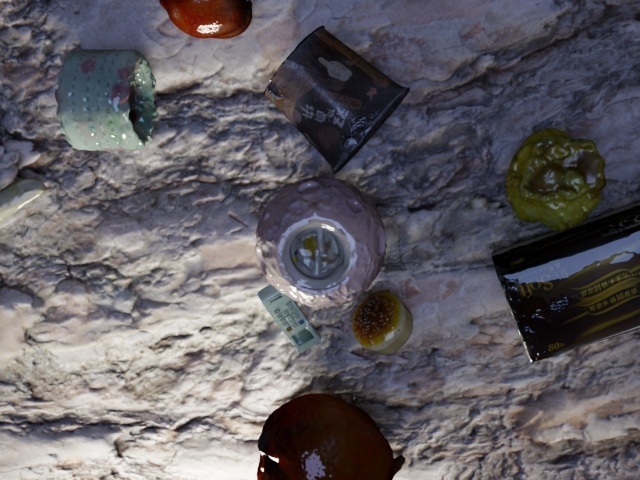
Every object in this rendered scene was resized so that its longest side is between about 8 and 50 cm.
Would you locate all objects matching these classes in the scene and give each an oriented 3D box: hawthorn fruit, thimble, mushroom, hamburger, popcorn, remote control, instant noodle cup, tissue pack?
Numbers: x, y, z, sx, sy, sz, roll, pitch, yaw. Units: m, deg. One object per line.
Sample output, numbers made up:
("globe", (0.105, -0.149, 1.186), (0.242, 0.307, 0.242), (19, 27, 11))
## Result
("hawthorn fruit", (0.003, 0.468, 1.776), (0.295, 0.295, 0.311), (-39, 122, 14))
("hawthorn fruit", (-0.220, -0.460, 1.598), (0.188, 0.169, 0.169), (7, 106, 7))
("thimble", (-0.410, -0.264, 1.659), (0.149, 0.185, 0.211), (3, 140, 6))
("mushroom", (-0.668, -0.063, 1.786), (0.209, 0.084, 0.071), (-36, 120, 10))
("hamburger", (0.122, 0.165, 1.751), (0.126, 0.141, 0.081), (-38, 127, 16))
("popcorn", (0.448, -0.113, 1.625), (0.197, 0.155, 0.197), (1, 102, 3))
("remote control", (-0.065, 0.160, 1.814), (0.061, 0.029, 0.162), (-30, 105, 14))
("instant noodle cup", (0.024, -0.270, 1.604), (0.207, 0.217, 0.217), (43, 105, 1))
("tissue pack", (0.525, 0.067, 1.647), (0.370, 0.198, 0.210), (-21, 106, 11))

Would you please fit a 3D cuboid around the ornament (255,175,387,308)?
("ornament", (0.000, 0.000, 1.662), (0.259, 0.225, 0.259), (1, 104, 5))
